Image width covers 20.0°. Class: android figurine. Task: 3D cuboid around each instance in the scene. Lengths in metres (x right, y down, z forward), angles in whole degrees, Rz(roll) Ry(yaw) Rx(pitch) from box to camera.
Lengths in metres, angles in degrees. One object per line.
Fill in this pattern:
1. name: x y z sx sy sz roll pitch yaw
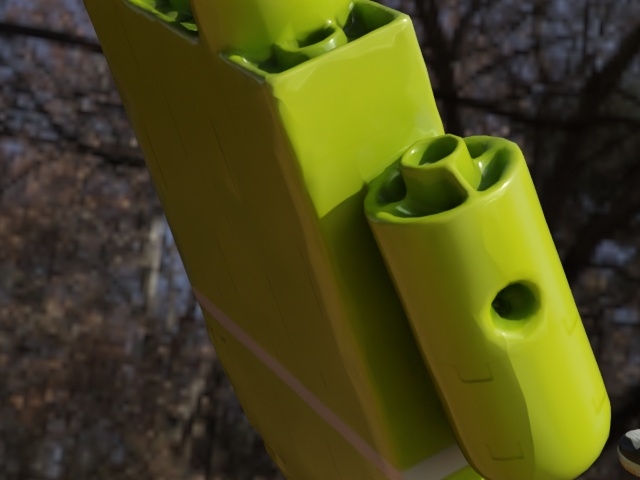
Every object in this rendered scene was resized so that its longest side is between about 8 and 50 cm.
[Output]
1. android figurine: 0.000 0.000 0.548 0.056 0.273 0.248 -28 25 -15

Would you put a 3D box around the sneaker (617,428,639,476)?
1. sneaker: 0.158 0.082 0.766 0.032 0.037 0.083 -33 19 -34
